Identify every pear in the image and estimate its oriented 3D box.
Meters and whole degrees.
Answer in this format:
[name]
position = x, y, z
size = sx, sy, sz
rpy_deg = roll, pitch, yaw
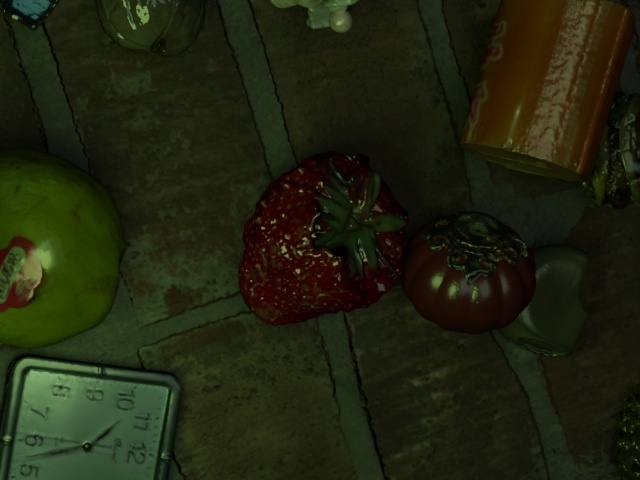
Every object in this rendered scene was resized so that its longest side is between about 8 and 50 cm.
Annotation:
[pear]
position = -0.460, 0.000, 1.639
size = 0.375, 0.287, 0.287
rpy_deg = 20, 87, 5

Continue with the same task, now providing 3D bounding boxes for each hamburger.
[hamburger]
position = 0.550, -0.152, 1.943
size = 0.183, 0.130, 0.206
rpy_deg = 13, 87, -54

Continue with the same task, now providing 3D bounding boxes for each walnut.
[walnut]
position = -0.265, -0.399, 1.721
size = 0.178, 0.178, 0.230
rpy_deg = 0, 81, -15

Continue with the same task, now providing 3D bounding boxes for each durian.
[durian]
position = 0.647, 0.398, 2.049
size = 0.198, 0.163, 0.394
rpy_deg = -23, 106, -52

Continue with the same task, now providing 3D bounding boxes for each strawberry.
[strawberry]
position = -0.003, 0.001, 1.796
size = 0.261, 0.258, 0.261
rpy_deg = 13, 70, -37

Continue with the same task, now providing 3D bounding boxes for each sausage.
[sausage]
position = 0.377, -0.262, 1.862
size = 0.233, 0.233, 0.287
rpy_deg = 19, 89, -15

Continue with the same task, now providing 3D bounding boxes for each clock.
[clock]
position = -0.376, 0.329, 1.781
size = 0.279, 0.049, 0.273
rpy_deg = 10, 91, -15

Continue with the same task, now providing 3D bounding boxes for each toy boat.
[toy boat]
position = -0.422, -0.414, 1.718
size = 0.075, 0.077, 0.185
rpy_deg = 31, 85, -13

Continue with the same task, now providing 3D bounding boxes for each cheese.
[cheese]
position = 0.400, 0.097, 1.955
size = 0.175, 0.091, 0.202
rpy_deg = 26, 86, -16

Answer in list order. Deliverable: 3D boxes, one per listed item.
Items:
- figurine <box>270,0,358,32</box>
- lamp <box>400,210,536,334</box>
[figurine]
position = 0.020, -0.417, 1.744
size = 0.145, 0.257, 0.181
rpy_deg = 10, 88, -17
[lamp]
position = 0.244, 0.058, 1.852
size = 0.227, 0.227, 0.226
rpy_deg = -1, 93, -15
